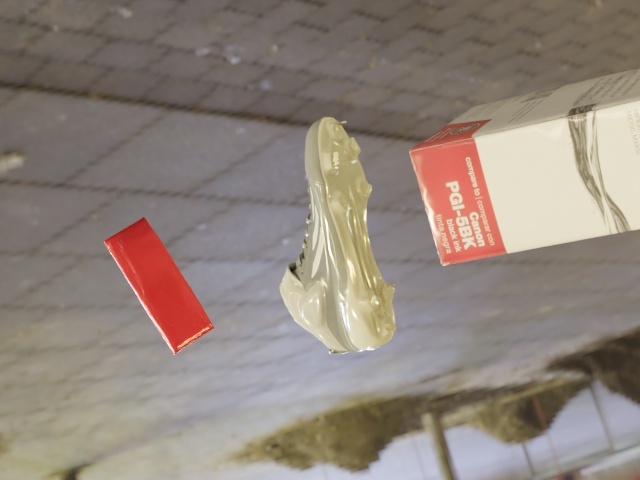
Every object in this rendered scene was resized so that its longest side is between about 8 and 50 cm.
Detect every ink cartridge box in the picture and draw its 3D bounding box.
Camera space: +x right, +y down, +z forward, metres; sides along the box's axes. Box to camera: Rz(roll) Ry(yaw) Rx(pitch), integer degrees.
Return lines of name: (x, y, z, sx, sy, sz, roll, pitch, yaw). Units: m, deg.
ink cartridge box: (0.121, -0.038, 0.602, 0.135, 0.056, 0.099, -11, -169, 27)

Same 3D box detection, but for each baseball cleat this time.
baseball cleat: (0.000, 0.000, 1.212, 0.109, 0.206, 0.072, -14, 178, 35)

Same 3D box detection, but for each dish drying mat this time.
dish drying mat: (-0.101, 0.028, 0.866, 0.032, 0.083, 0.008, -32, -179, -25)
